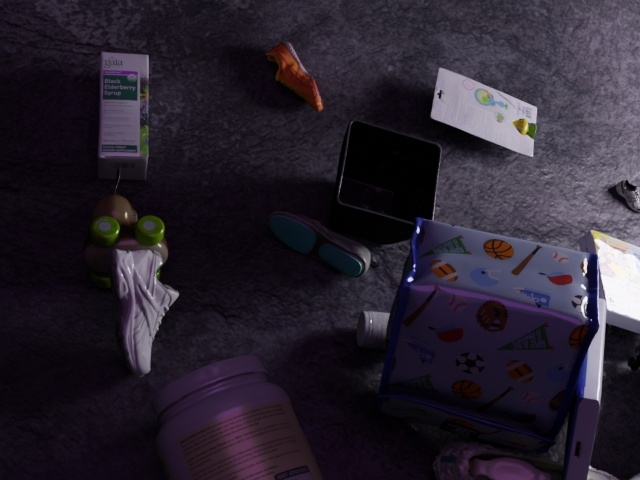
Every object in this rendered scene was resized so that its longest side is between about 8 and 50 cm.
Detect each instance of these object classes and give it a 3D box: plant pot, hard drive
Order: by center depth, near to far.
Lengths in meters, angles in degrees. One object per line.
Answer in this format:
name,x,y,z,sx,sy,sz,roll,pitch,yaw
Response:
hard drive,0.461,0.269,1.822,0.040,0.210,0.318,8,29,13
plant pot,0.106,-0.092,2.004,0.188,0.167,0.187,16,62,-12

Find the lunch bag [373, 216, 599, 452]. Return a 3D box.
lunch bag,0.270,0.196,1.773,0.328,0.385,0.239,14,40,6

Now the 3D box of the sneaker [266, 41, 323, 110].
sneaker,-0.051,-0.330,2.156,0.067,0.064,0.175,-33,70,-4

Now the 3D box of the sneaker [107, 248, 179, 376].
sneaker,-0.300,0.124,1.812,0.115,0.090,0.232,-8,106,-20

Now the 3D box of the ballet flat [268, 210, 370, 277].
ballet flat,0.000,0.000,2.007,0.213,0.072,0.068,30,35,2

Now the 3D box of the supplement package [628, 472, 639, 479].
supplement package,0.678,0.441,1.829,0.203,0.194,0.149,-13,73,-43

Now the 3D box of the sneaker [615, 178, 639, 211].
sneaker,0.664,-0.095,2.210,0.083,0.037,0.032,45,62,8

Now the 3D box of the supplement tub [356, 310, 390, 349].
supplement tub,0.127,0.169,1.943,0.107,0.071,0.071,6,64,-9

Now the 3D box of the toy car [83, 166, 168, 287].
toy car,-0.357,-0.033,1.895,0.149,0.155,0.188,-1,53,-13

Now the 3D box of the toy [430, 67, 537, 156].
toy,0.340,-0.261,2.205,0.237,0.056,0.136,18,59,-10

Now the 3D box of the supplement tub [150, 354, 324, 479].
supplement tub,-0.127,0.375,1.695,0.236,0.235,0.324,-18,70,-20

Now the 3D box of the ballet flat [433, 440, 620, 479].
ballet flat,0.402,0.447,1.840,0.409,0.147,0.146,14,63,-7

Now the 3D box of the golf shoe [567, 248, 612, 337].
golf shoe,0.522,0.098,2.064,0.094,0.077,0.198,-32,77,-24

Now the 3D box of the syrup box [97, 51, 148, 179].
syrup box,-0.380,-0.240,2.009,0.093,0.096,0.236,1,66,-12

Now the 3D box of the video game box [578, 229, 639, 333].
video game box,0.610,0.091,2.058,0.205,0.048,0.187,18,54,-25

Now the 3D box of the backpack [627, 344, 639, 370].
backpack,0.766,0.252,1.941,0.277,0.263,0.213,-6,67,-16
